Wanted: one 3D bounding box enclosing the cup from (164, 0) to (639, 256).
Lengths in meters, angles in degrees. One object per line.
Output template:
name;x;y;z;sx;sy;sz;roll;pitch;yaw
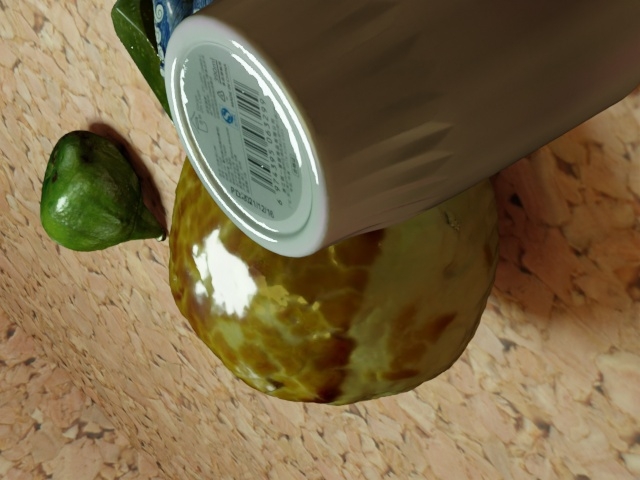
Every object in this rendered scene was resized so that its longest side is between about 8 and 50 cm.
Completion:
cup;0.077;-0.160;0.958;0.253;0.372;0.253;39;145;34

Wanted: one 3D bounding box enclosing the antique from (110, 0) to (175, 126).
antique;-0.192;-0.239;1.555;0.220;0.081;0.080;57;149;-2

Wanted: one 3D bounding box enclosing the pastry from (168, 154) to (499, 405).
pastry;0.000;0.000;1.279;0.389;0.313;0.388;27;132;35

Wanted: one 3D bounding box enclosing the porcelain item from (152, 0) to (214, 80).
porcelain item;-0.113;-0.266;1.385;0.288;0.138;0.186;-9;99;65

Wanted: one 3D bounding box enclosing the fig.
fig;-0.356;-0.068;1.994;0.235;0.203;0.203;19;162;-21
